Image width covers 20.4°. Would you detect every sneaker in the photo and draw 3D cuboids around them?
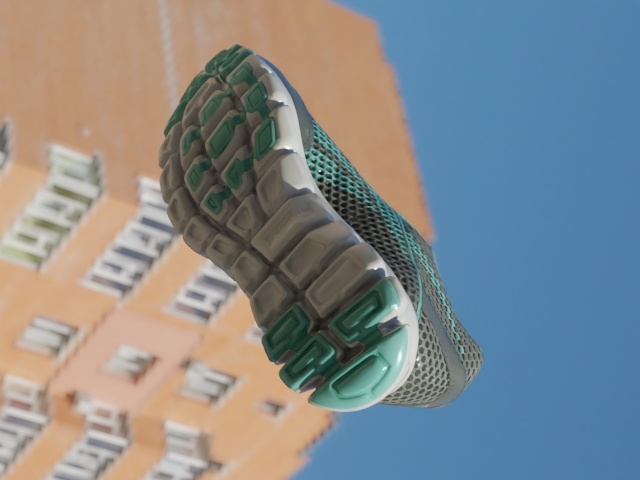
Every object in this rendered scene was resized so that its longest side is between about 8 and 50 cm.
[{"bbox_3d":[0.000,0.000,0.621,0.065,0.076,0.166,-44,-129,20],"label":"sneaker"}]
